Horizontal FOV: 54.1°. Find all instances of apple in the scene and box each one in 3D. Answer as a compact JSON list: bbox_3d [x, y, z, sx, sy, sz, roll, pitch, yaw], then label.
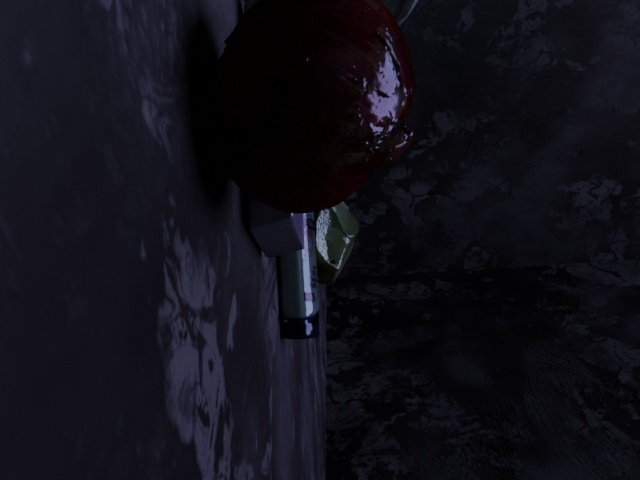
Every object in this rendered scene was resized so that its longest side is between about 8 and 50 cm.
[{"bbox_3d":[0.000,0.000,1.522,0.188,0.173,0.207,-57,154,-35],"label":"apple"}]

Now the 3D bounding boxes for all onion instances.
[{"bbox_3d":[-0.007,-0.161,0.744,0.276,0.276,0.276,-4,90,-87],"label":"onion"}]

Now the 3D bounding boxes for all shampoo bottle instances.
[{"bbox_3d":[-0.046,0.030,1.353,0.134,0.078,0.360,23,62,-75],"label":"shampoo bottle"}]

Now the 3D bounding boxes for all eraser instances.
[{"bbox_3d":[-0.076,-0.189,1.041,0.213,0.082,0.397,76,11,-74],"label":"eraser"}]

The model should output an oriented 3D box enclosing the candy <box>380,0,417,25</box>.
[{"bbox_3d":[0.075,-0.706,1.717,0.186,0.426,0.386,-69,143,-63],"label":"candy"}]
